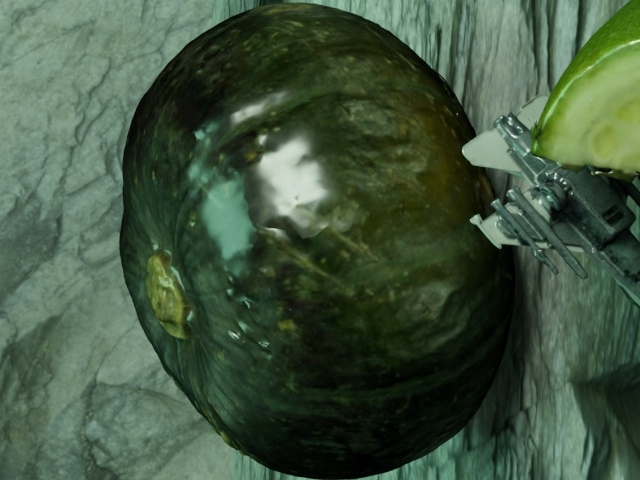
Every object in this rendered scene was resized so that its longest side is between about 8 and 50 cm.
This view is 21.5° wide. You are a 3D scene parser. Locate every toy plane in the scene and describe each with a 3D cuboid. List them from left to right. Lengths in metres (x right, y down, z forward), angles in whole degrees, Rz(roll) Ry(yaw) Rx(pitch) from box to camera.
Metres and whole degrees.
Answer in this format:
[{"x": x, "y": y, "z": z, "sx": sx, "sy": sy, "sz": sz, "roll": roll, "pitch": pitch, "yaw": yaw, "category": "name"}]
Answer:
[{"x": 0.197, "y": -0.019, "z": 1.217, "sx": 0.234, "sy": 0.160, "sz": 0.082, "roll": 44, "pitch": 149, "yaw": 20, "category": "toy plane"}]

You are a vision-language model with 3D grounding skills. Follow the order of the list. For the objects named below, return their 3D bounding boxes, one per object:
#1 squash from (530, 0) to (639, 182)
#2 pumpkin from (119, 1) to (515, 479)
[{"x": 0.264, "y": -0.123, "z": 1.166, "sx": 0.289, "sy": 0.203, "sz": 0.111, "roll": -35, "pitch": -50, "yaw": -63, "category": "squash"}, {"x": 0.000, "y": 0.000, "z": 1.591, "sx": 0.454, "sy": 0.344, "sz": 0.454, "roll": 164, "pitch": 90, "yaw": -70, "category": "pumpkin"}]
